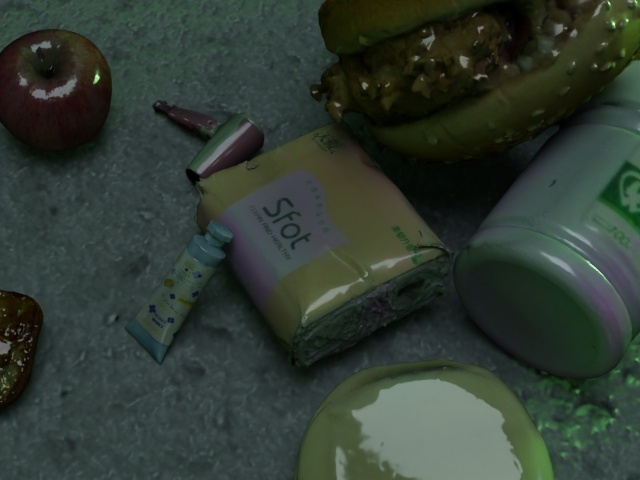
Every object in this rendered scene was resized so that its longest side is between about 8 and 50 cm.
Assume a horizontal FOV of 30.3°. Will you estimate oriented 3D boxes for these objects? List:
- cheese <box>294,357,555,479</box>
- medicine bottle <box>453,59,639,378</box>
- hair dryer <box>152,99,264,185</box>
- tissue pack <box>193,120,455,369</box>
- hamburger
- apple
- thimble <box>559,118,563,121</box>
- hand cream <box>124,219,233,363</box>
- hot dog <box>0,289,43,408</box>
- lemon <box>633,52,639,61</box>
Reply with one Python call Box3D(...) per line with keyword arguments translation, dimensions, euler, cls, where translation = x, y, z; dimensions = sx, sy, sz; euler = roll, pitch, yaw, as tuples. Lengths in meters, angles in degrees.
Box3D(translation=(0.105, 0.246, 1.199), dimensions=(0.265, 0.127, 0.233), euler=(-4, 57, -3), cls="cheese")
Box3D(translation=(0.317, -0.025, 1.334), dimensions=(0.212, 0.212, 0.325), euler=(31, 60, 18), cls="medicine bottle")
Box3D(translation=(-0.156, -0.136, 1.500), dimensions=(0.106, 0.054, 0.154), euler=(-41, 56, -20), cls="hair dryer")
Box3D(translation=(0.000, 0.000, 1.362), dimensions=(0.215, 0.123, 0.257), euler=(-25, 51, -17), cls="tissue pack")
Box3D(translation=(0.144, -0.214, 1.333), dimensions=(0.287, 0.445, 0.268), euler=(-38, 106, -29), cls="hamburger")
Box3D(translation=(-0.335, -0.183, 1.477), dimensions=(0.153, 0.120, 0.154), euler=(2, 62, -4), cls="apple")
Box3D(translation=(0.297, -0.241, 1.515), dimensions=(0.190, 0.143, 0.138), euler=(-4, 57, -4), cls="thimble")
Box3D(translation=(-0.156, 0.054, 1.325), dimensions=(0.065, 0.043, 0.171), euler=(42, 105, 24), cls="hand cream")
Box3D(translation=(-0.362, 0.116, 1.311), dimensions=(0.099, 0.065, 0.147), euler=(12, 54, -5), cls="hot dog")
Box3D(translation=(0.469, -0.208, 1.477), dimensions=(0.180, 0.181, 0.193), euler=(17, 49, 10), cls="lemon")
